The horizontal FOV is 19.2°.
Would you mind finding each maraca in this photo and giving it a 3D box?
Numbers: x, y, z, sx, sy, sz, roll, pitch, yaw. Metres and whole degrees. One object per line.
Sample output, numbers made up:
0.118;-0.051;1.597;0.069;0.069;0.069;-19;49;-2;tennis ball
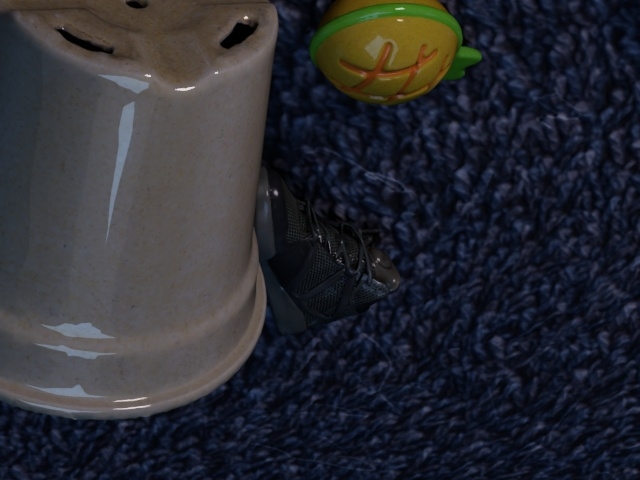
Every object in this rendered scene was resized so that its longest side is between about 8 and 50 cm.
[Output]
0.064;-0.162;1.614;0.127;0.099;0.185;-14;162;24;maraca

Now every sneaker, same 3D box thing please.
0.000;0.000;1.784;0.130;0.087;0.227;-12;139;5;sneaker

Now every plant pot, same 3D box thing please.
-0.174;-0.082;1.520;0.333;0.334;0.305;7;130;-13;plant pot
